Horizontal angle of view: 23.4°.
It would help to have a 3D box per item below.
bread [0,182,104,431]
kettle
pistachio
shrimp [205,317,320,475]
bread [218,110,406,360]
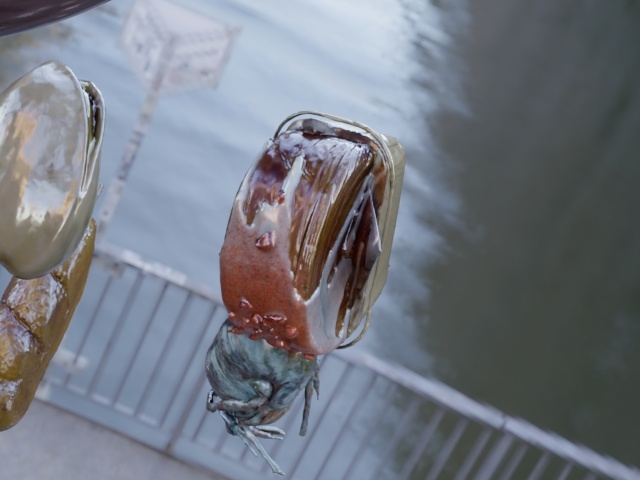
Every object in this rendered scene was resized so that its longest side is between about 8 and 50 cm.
[{"bbox_3d":[-0.349,0.076,1.900,0.084,0.124,0.344,21,70,4],"label":"bread"},{"bbox_3d":[-0.345,-0.345,1.883,0.232,0.202,0.144,-19,69,-27],"label":"kettle"},{"bbox_3d":[-0.297,-0.075,1.649,0.153,0.238,0.138,-5,-21,31],"label":"pistachio"},{"bbox_3d":[-0.074,0.177,1.780,0.137,0.372,0.172,16,69,6],"label":"shrimp"},{"bbox_3d":[0.000,0.000,1.403,0.142,0.224,0.212,16,23,20],"label":"bread"}]
